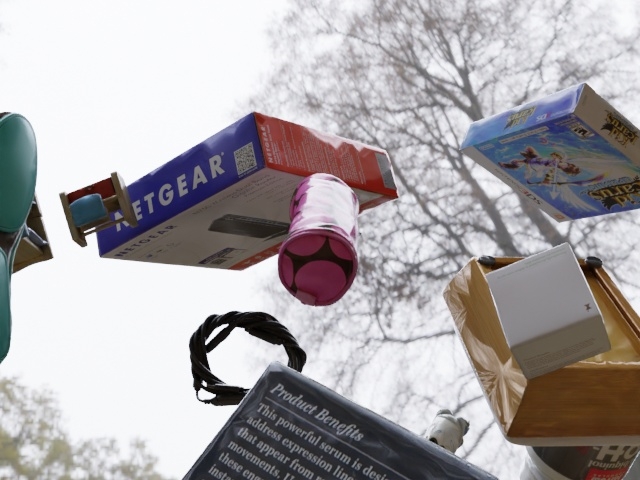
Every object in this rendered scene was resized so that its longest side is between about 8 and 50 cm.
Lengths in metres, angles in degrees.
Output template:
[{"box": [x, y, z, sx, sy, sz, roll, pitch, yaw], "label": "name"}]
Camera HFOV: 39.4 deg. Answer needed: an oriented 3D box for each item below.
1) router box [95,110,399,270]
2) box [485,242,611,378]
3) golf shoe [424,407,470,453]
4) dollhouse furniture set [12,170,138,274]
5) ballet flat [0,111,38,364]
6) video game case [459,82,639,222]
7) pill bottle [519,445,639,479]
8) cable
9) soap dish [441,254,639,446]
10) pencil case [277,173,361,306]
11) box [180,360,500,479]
[{"box": [-0.108, -0.055, 1.301, 0.335, 0.082, 0.301, -25, -20, 34], "label": "router box"}, {"box": [0.248, 0.078, 0.977, 0.101, 0.102, 0.087, -22, -37, 12], "label": "box"}, {"box": [0.162, 0.332, 1.303, 0.086, 0.069, 0.176, -29, -49, -52], "label": "golf shoe"}, {"box": [-0.356, -0.062, 1.150, 0.183, 0.129, 0.129, -21, -18, -1], "label": "dollhouse furniture set"}, {"box": [-0.314, -0.001, 0.795, 0.087, 0.247, 0.083, -10, -23, 26], "label": "ballet flat"}, {"box": [0.396, -0.126, 1.413, 0.244, 0.269, 0.061, 31, -109, -21], "label": "video game case"}, {"box": [0.430, 0.287, 1.429, 0.176, 0.176, 0.319, 3, -55, -16], "label": "pill bottle"}, {"box": [-0.113, 0.183, 1.404, 0.184, 0.151, 0.047, -4, -19, -11], "label": "cable"}, {"box": [0.305, 0.129, 1.144, 0.228, 0.291, 0.118, 2, -59, -11], "label": "soap dish"}, {"box": [0.000, 0.000, 0.973, 0.095, 0.209, 0.098, 29, -72, -5], "label": "pencil case"}, {"box": [-0.033, 0.349, 0.668, 0.395, 0.212, 0.293, -51, -36, -23], "label": "box"}]
